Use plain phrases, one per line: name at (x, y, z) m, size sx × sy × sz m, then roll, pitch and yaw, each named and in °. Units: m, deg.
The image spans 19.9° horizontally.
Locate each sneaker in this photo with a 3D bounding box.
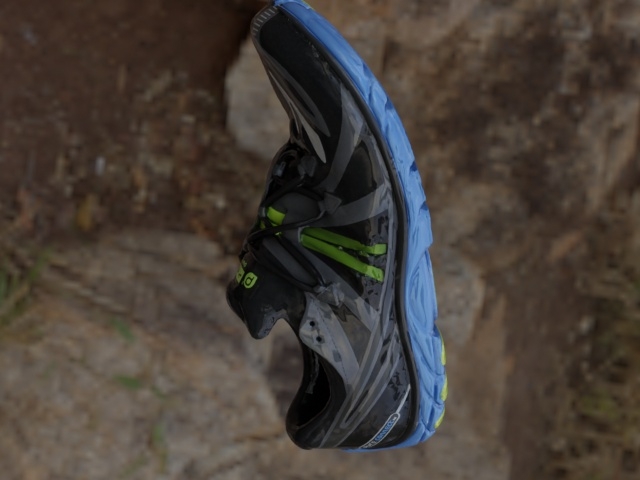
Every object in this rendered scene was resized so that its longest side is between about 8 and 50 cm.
sneaker at (0.000, 0.000, 0.695) m, size 0.067 × 0.078 × 0.188 m, roll -125°, pitch -157°, yaw -67°
